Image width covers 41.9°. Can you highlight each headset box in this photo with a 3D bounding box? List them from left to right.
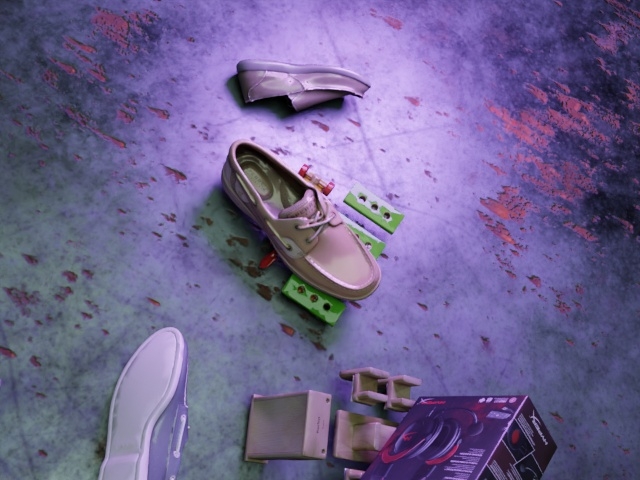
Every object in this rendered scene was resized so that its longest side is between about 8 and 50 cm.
[{"bbox_3d":[0.176,0.361,1.212,0.293,0.218,0.110,-45,111,-37],"label":"headset box"}]

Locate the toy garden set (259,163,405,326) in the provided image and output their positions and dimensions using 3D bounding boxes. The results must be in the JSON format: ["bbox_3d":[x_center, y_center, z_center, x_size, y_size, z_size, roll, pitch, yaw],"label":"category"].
[{"bbox_3d":[0.000,0.000,1.478,0.204,0.049,0.244,34,71,2],"label":"toy garden set"}]

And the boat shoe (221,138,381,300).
[{"bbox_3d":[-0.034,-0.031,1.395,0.341,0.110,0.121,41,71,4],"label":"boat shoe"}]

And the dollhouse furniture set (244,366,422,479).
[{"bbox_3d":[0.024,0.317,1.355,0.242,0.161,0.212,20,66,-34],"label":"dollhouse furniture set"}]

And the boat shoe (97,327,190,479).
[{"bbox_3d":[-0.259,0.294,1.291,0.099,0.116,0.319,45,47,-47],"label":"boat shoe"}]

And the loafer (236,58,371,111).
[{"bbox_3d":[-0.032,-0.282,1.550,0.251,0.094,0.087,4,95,-6],"label":"loafer"}]
